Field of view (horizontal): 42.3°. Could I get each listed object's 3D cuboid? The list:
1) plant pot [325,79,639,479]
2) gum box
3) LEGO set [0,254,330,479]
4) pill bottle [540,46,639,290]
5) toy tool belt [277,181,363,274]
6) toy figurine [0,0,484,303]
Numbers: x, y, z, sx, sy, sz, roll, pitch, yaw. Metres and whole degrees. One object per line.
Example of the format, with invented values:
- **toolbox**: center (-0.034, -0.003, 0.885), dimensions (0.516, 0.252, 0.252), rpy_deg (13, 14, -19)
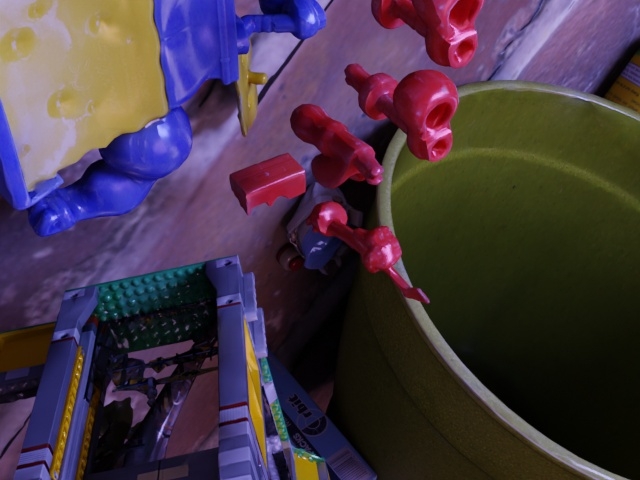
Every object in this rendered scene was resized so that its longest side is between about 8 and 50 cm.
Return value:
- **plant pot**: center (0.161, 0.116, 0.715), dimensions (0.367, 0.366, 0.353), rpy_deg (-20, 153, -34)
- **gum box**: center (-0.017, 0.207, 0.748), dimensions (0.041, 0.157, 0.184), rpy_deg (-29, 144, -25)
- **LEGO set**: center (-0.132, 0.161, 0.405), dimensions (0.332, 0.192, 0.254), rpy_deg (-5, 120, -5)
- **pill bottle**: center (0.314, -0.069, 0.828), dimensions (0.136, 0.136, 0.245), rpy_deg (7, 122, -51)
- **toy tool belt**: center (0.000, 0.000, 0.631), dimensions (0.052, 0.051, 0.083), rpy_deg (-3, 129, -47)
- **toy figurine**: center (-0.080, -0.093, 0.321), dimensions (0.217, 0.191, 0.362), rpy_deg (-24, 142, -22)
